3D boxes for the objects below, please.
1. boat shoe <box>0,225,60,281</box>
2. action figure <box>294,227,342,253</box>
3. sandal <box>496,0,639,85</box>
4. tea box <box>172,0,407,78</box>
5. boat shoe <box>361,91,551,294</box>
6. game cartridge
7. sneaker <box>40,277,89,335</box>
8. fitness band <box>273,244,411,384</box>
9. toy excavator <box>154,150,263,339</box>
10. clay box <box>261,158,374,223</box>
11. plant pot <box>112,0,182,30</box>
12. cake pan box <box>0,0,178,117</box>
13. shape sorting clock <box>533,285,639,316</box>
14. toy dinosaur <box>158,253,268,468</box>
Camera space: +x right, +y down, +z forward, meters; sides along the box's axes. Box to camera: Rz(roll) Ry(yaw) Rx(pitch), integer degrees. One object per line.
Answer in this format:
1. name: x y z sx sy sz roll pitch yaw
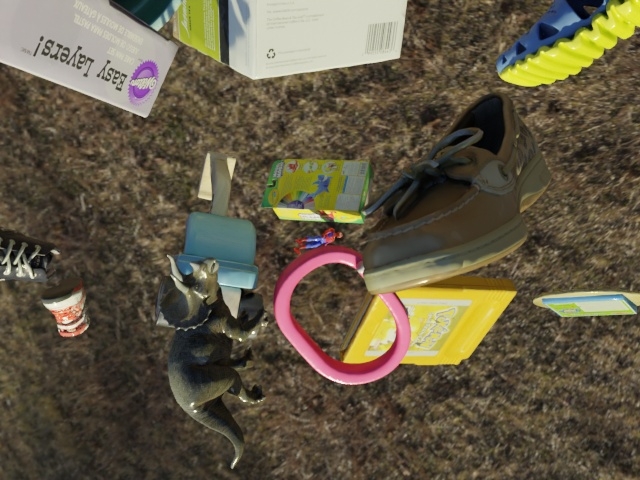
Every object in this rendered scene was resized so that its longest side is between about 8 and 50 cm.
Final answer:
1. boat shoe: -0.627 0.023 1.309 0.158 0.340 0.127 12 90 -7
2. action figure: 0.000 0.000 1.351 0.030 0.115 0.038 34 130 37
3. sandal: 0.433 -0.374 1.107 0.317 0.126 0.138 -29 68 37
4. tea box: -0.064 -0.462 1.229 0.323 0.328 0.220 38 134 44
5. boat shoe: 0.098 -0.043 0.488 0.104 0.285 0.089 -15 102 30
6. game cartridge: 0.233 0.183 1.477 0.053 0.323 0.285 -102 24 -43
7. sneaker: -0.662 0.186 1.740 0.270 0.090 0.145 -161 64 -77
8. fitness band: 0.043 0.142 1.215 0.209 0.054 0.291 -36 113 6
9. toy excavator: -0.249 -0.013 1.599 0.433 0.222 0.446 177 104 -74
10. clay box: -0.007 -0.107 1.405 0.221 0.053 0.128 4 63 22
11. plant pot: -0.388 -0.481 0.997 0.334 0.341 0.341 47 129 55
12. cake pan box: -0.250 -0.172 0.405 0.245 0.267 0.070 29 97 12
13. shape sorting clock: 0.510 0.110 1.252 0.206 0.206 0.040 -8 68 36
14. toy dinosaur: -0.165 0.171 0.973 0.121 0.160 0.314 11 100 59
